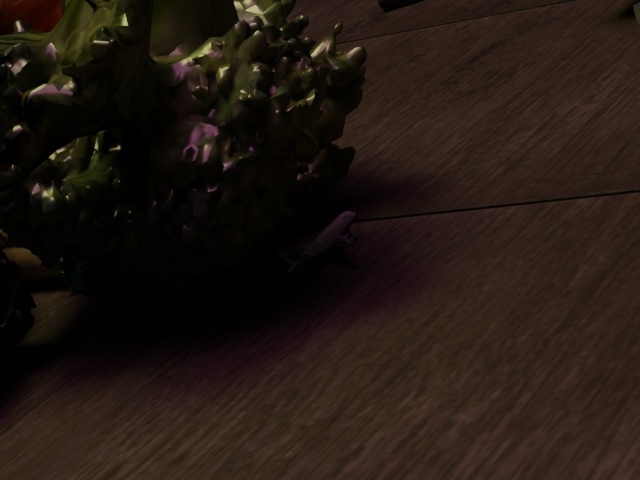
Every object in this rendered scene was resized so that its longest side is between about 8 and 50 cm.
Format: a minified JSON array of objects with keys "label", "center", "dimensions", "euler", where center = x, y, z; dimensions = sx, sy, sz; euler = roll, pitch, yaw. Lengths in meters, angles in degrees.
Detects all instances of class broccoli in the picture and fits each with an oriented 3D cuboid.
[{"label":"broccoli","center":[-0.113,-0.106,1.045],"dimensions":[0.277,0.317,0.338],"euler":[22,57,12]}]

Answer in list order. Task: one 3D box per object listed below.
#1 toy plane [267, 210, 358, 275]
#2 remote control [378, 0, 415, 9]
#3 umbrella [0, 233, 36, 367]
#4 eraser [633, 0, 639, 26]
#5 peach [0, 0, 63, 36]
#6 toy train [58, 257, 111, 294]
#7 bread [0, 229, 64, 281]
[{"label":"toy plane","center":[0.000,0.003,1.011],"dimensions":[0.078,0.024,0.084],"euler":[-11,12,43]},{"label":"remote control","center":[0.100,-0.313,1.826],"dimensions":[0.059,0.028,0.212],"euler":[-19,17,13]},{"label":"umbrella","center":[-0.293,0.022,1.075],"dimensions":[0.154,0.128,0.336],"euler":[-15,24,-15]},{"label":"eraser","center":[0.349,-0.208,1.263],"dimensions":[0.104,0.023,0.150],"euler":[-29,20,-31]},{"label":"peach","center":[-0.346,-0.195,1.634],"dimensions":[0.232,0.232,0.257],"euler":[-11,15,25]},{"label":"toy train","center":[-0.153,0.010,1.147],"dimensions":[0.092,0.029,0.045],"euler":[-29,27,-29]},{"label":"bread","center":[-0.237,-0.011,1.240],"dimensions":[0.178,0.060,0.139],"euler":[-7,22,35]}]
